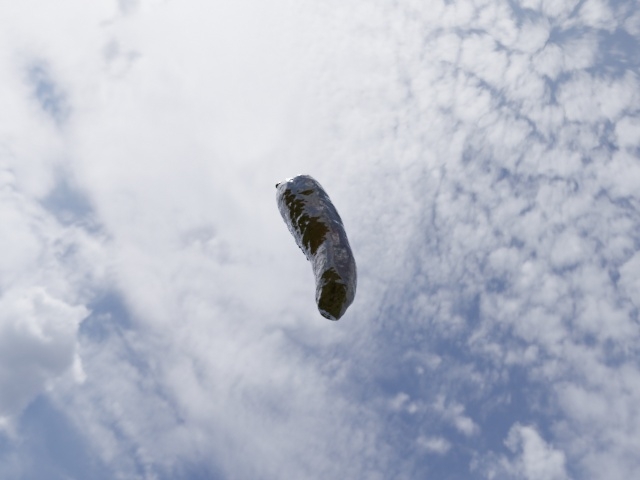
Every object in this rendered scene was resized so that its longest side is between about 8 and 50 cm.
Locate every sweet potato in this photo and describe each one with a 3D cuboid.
[{"bbox_3d":[0.000,0.000,0.905,0.075,0.273,0.075,-10,-50,-12],"label":"sweet potato"}]
